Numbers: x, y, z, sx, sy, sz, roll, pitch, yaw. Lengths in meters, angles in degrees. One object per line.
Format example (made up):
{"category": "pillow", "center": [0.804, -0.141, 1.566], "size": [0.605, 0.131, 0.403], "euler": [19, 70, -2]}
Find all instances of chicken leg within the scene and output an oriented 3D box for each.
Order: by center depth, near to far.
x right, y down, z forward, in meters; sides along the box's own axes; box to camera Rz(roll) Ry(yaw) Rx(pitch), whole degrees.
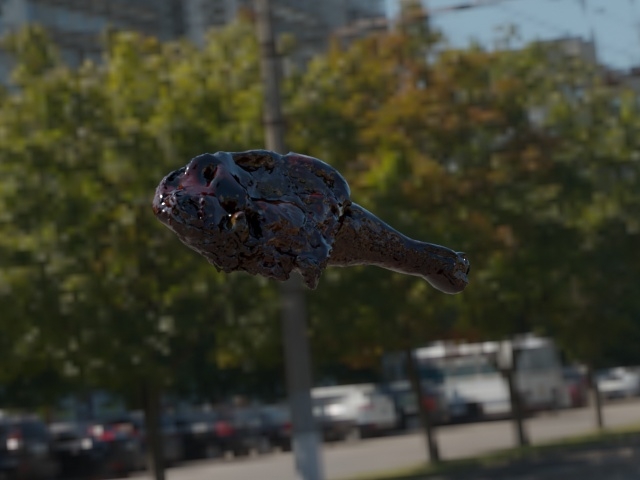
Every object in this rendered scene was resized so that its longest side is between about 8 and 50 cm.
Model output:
{"category": "chicken leg", "center": [-0.005, -0.005, 1.023], "size": [0.205, 0.053, 0.093], "euler": [-5, 40, -49]}
